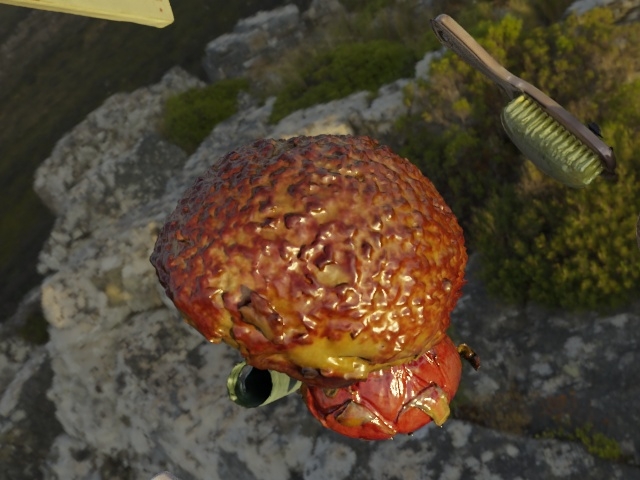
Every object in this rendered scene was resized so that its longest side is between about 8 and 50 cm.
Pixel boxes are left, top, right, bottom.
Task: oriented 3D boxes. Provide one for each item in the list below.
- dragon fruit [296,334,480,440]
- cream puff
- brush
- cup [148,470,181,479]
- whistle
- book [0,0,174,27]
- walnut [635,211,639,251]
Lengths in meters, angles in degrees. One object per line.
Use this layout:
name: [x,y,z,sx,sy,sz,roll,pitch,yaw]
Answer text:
dragon fruit: [0.075,0.135,1.071,0.224,0.148,0.218,17,44,31]
cream puff: [0.004,0.002,0.861,0.351,0.228,0.350,13,23,-6]
brush: [0.219,-0.168,0.973,0.067,0.072,0.313,-37,62,-6]
cup: [-0.180,0.565,1.296,0.372,0.253,0.253,37,66,13]
whistle: [-0.067,0.192,1.142,0.062,0.062,0.312,-28,-9,3]
book: [-0.219,-0.255,0.644,0.022,0.162,0.232,-18,-3,33]
walnut: [0.362,-0.017,0.714,0.162,0.140,0.140,-2,39,7]
